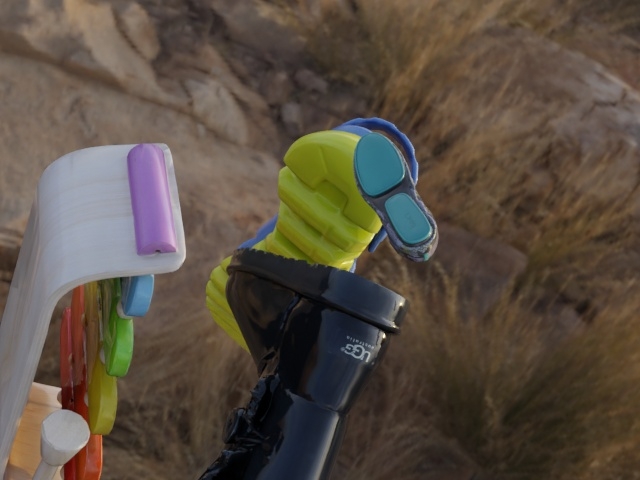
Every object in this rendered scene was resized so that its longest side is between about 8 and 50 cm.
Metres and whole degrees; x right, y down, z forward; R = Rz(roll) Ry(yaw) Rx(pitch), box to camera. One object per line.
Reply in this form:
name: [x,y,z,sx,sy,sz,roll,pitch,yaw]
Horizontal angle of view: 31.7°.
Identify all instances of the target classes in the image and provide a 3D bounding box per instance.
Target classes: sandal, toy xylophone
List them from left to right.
toy xylophone: [-0.176,0.094,0.796,0.081,0.322,0.236,7,53,-22]
sandal: [0.000,0.000,1.042,0.126,0.317,0.138,42,44,3]

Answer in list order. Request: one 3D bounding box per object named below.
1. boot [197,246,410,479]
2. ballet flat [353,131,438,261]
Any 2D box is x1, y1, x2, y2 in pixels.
boot: [-0.044,0.117,0.803,0.094,0.207,0.246,28,-8,-21]
ballet flat: [0.053,-0.027,0.804,0.041,0.041,0.114,1,45,-28]
